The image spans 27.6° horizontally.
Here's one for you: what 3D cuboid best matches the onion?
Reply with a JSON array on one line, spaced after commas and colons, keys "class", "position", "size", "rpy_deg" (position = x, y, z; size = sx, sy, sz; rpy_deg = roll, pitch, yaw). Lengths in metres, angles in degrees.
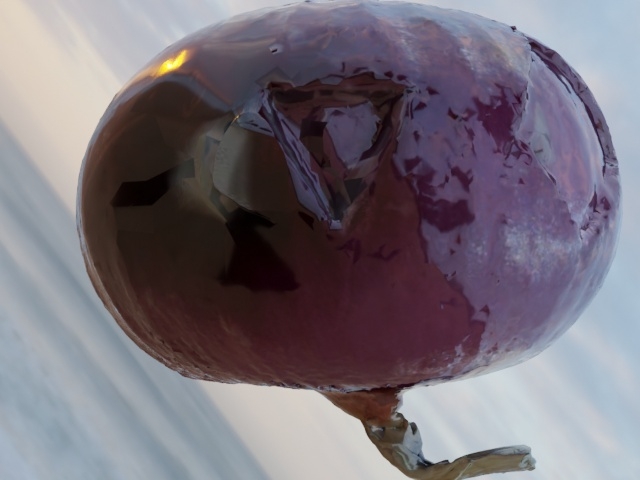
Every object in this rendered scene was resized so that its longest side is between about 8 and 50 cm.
[{"class": "onion", "position": [0.002, -0.014, 0.508], "size": [0.207, 0.200, 0.200], "rpy_deg": [29, -21, 36]}]
